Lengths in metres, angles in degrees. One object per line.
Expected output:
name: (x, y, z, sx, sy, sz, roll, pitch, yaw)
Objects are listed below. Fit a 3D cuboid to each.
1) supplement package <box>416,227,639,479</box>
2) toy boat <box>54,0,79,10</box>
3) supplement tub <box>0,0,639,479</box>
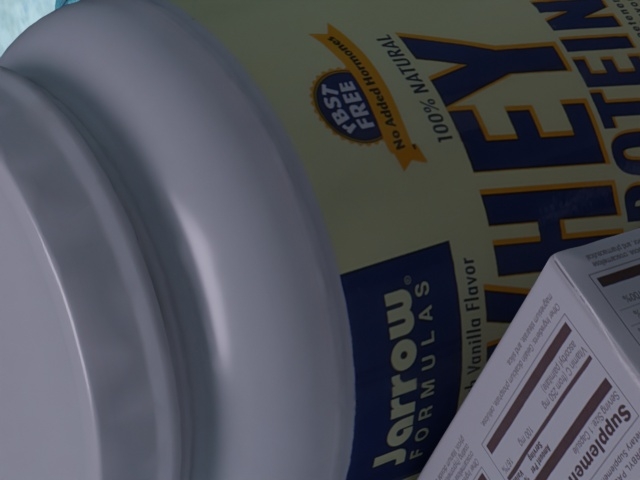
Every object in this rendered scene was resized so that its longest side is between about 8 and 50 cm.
supplement package: (0.152, 0.114, 0.718, 0.145, 0.204, 0.262, 56, 144, 26)
toy boat: (-0.053, -0.036, 1.016, 0.267, 0.148, 0.318, -12, 94, 58)
supplement tub: (0.000, 0.000, 0.784, 0.235, 0.325, 0.235, 31, 129, 47)
